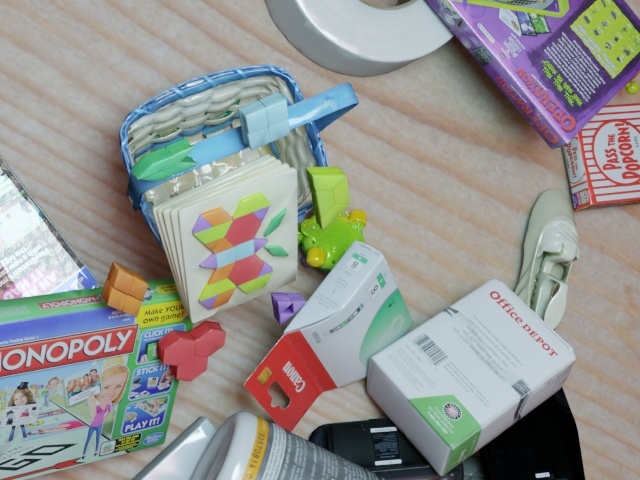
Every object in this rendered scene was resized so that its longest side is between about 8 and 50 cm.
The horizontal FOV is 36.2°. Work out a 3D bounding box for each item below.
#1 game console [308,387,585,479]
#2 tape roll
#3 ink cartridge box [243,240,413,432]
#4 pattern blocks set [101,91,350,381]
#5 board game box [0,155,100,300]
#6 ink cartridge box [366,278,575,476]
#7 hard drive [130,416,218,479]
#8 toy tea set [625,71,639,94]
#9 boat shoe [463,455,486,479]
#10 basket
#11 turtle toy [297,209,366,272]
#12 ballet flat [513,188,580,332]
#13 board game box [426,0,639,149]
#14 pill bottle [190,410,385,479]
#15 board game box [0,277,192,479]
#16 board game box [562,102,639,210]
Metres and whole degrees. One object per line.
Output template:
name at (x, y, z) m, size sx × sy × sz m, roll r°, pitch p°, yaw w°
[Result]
game console at (0.163, 0.266, 1.291) m, size 0.361 × 0.044 × 0.213 m, roll -3°, pitch 54°, yaw -7°
tape roll at (0.066, -0.366, 1.298) m, size 0.286 × 0.100 × 0.286 m, roll 1°, pitch 86°, yaw -20°
ink cartridge box at (0.018, 0.136, 1.222) m, size 0.225 × 0.056 × 0.181 m, roll -53°, pitch 148°, yaw -17°
pattern blocks set at (-0.092, 0.005, 1.037) m, size 0.285 × 0.026 × 0.325 m, roll -32°, pitch 141°, yaw -10°
board game box at (-0.429, 0.007, 1.074) m, size 0.232 × 0.141 × 0.291 m, roll -38°, pitch 100°, yaw -18°
ink cartridge box at (0.195, 0.173, 1.275) m, size 0.219 × 0.093 × 0.160 m, roll -29°, pitch 59°, yaw -23°
hard drive at (-0.122, 0.408, 1.217) m, size 0.210 × 0.040 × 0.319 m, roll -42°, pitch 101°, yaw -17°
toy tea set at (0.326, -0.325, 1.392) m, size 0.200 × 0.124 × 0.336 m, roll -19°, pitch 88°, yaw -13°
boat shoe at (0.148, 0.421, 1.290) m, size 0.324 × 0.123 × 0.116 m, roll -42°, pitch 136°, yaw -26°
basket at (-0.109, -0.092, 1.117) m, size 0.254 × 0.289 × 0.201 m, roll -23°, pitch 94°, yaw -20°
turtle toy at (0.000, 0.000, 1.270) m, size 0.130 × 0.066 × 0.095 m, roll 17°, pitch 64°, yaw -16°
ballet flat at (0.325, 0.044, 1.380) m, size 0.086 × 0.086 × 0.249 m, roll 18°, pitch 81°, yaw -18°
board game box at (0.267, -0.315, 1.277) m, size 0.208 × 0.056 × 0.347 m, roll -43°, pitch 97°, yaw -20°
pill bottle at (-0.011, 0.326, 1.145) m, size 0.278 × 0.162 × 0.162 m, roll 29°, pitch 78°, yaw -11°
board game box at (-0.291, 0.157, 1.056) m, size 0.317 × 0.046 × 0.214 m, roll -7°, pitch 123°, yaw -42°
board game box at (0.452, -0.126, 1.447) m, size 0.193 × 0.045 × 0.147 m, roll -7°, pitch 82°, yaw -20°
